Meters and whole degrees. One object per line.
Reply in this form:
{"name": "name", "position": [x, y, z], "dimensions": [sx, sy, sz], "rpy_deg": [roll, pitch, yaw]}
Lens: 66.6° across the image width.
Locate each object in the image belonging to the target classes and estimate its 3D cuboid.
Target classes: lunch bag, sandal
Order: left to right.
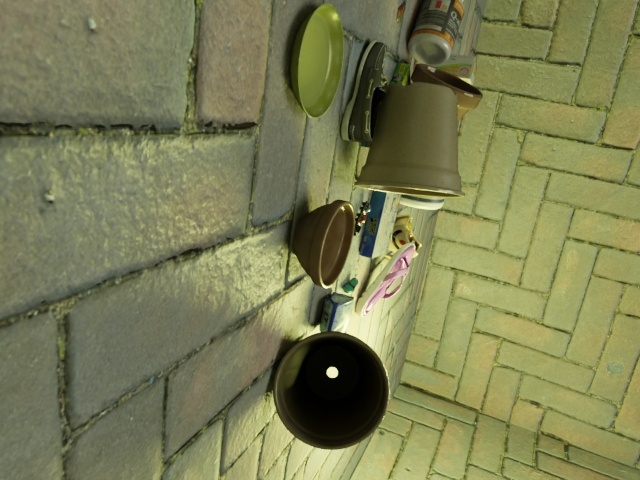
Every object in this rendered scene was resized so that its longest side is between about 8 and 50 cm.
{"name": "lunch bag", "position": [0.051, 0.254, 1.637], "dimensions": [0.151, 0.096, 0.128], "rpy_deg": [-34, 136, -77]}
{"name": "sandal", "position": [0.312, 0.189, 2.146], "dimensions": [0.416, 0.102, 0.169], "rpy_deg": [-48, 152, -18]}

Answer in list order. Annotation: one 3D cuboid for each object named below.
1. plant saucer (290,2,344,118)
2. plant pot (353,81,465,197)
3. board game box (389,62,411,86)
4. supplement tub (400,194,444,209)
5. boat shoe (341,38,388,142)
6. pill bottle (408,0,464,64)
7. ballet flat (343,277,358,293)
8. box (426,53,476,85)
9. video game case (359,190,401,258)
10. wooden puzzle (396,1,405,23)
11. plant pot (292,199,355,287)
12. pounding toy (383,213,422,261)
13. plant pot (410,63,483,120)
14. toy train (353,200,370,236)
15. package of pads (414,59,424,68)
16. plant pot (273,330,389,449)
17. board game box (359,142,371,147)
{"name": "plant saucer", "position": [-0.010, -0.397, 1.086], "dimensions": [0.241, 0.037, 0.241], "rpy_deg": [16, 90, -70]}
{"name": "plant pot", "position": [0.282, -0.298, 1.468], "dimensions": [0.334, 0.334, 0.305], "rpy_deg": [-4, 101, -69]}
{"name": "board game box", "position": [0.262, -0.445, 1.769], "dimensions": [0.213, 0.046, 0.317], "rpy_deg": [63, 46, -63]}
{"name": "supplement tub", "position": [0.447, -0.310, 2.097], "dimensions": [0.228, 0.228, 0.316], "rpy_deg": [-28, 130, -64]}
{"name": "boat shoe", "position": [0.146, -0.426, 1.400], "dimensions": [0.109, 0.091, 0.305], "rpy_deg": [28, 78, -70]}
{"name": "pill bottle", "position": [0.435, -0.809, 1.796], "dimensions": [0.162, 0.162, 0.278], "rpy_deg": [45, 62, -68]}
{"name": "ballet flat", "position": [0.110, 0.179, 1.833], "dimensions": [0.114, 0.041, 0.041], "rpy_deg": [-39, 140, -57]}
{"name": "box", "position": [0.580, -0.754, 2.161], "dimensions": [0.114, 0.203, 0.103], "rpy_deg": [16, 89, -70]}
{"name": "video game case", "position": [0.244, -0.072, 1.970], "dimensions": [0.244, 0.061, 0.269], "rpy_deg": [-7, 111, -67]}
{"name": "wooden puzzle", "position": [0.266, -0.751, 1.611], "dimensions": [0.049, 0.006, 0.083], "rpy_deg": [84, 28, -45]}
{"name": "plant pot", "position": [0.000, 0.000, 1.296], "dimensions": [0.237, 0.110, 0.237], "rpy_deg": [15, 90, -69]}
{"name": "pounding toy", "position": [0.378, 0.021, 2.261], "dimensions": [0.269, 0.154, 0.155], "rpy_deg": [84, 28, -44]}
{"name": "plant pot", "position": [0.418, -0.486, 1.785], "dimensions": [0.263, 0.263, 0.229], "rpy_deg": [-40, 159, -58]}
{"name": "toy train", "position": [0.144, -0.078, 1.732], "dimensions": [0.027, 0.036, 0.158], "rpy_deg": [75, 35, -54]}
{"name": "package of pads", "position": [0.404, -0.719, 1.969], "dimensions": [0.083, 0.032, 0.050], "rpy_deg": [-44, 147, -55]}
{"name": "plant pot", "position": [0.036, 0.423, 1.477], "dimensions": [0.280, 0.323, 0.323], "rpy_deg": [52, 54, -85]}
{"name": "board game box", "position": [0.223, -0.365, 1.603], "dimensions": [0.201, 0.035, 0.136], "rpy_deg": [-1, 107, -40]}
